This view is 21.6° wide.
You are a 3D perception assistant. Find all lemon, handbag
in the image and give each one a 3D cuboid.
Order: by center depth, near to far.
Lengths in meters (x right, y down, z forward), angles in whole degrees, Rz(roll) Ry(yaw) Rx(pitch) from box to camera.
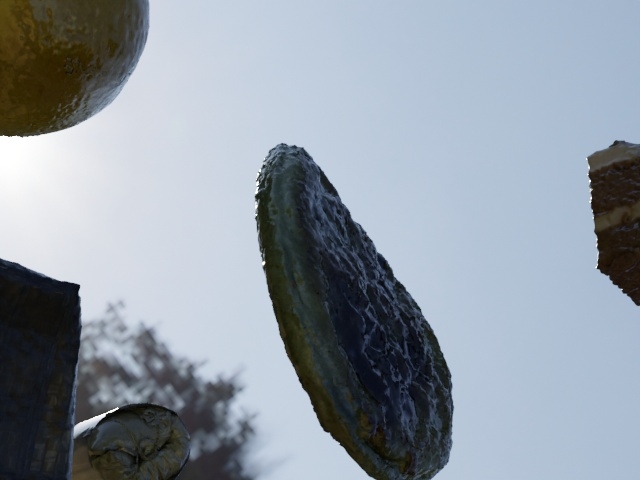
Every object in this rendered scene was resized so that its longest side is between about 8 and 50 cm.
[{"bbox_3d":[-0.285,0.092,1.260,0.270,0.175,0.088,20,-20,-41],"label":"handbag"},{"bbox_3d":[-0.279,-0.207,1.528,0.236,0.263,0.236,28,-56,52],"label":"lemon"},{"bbox_3d":[-0.208,0.221,1.743,0.173,0.117,0.095,-21,-93,62],"label":"handbag"}]

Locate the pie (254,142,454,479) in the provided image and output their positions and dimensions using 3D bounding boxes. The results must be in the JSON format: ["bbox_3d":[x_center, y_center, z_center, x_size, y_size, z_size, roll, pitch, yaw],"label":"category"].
[{"bbox_3d":[0.028,0.069,1.453,0.323,0.070,0.323,58,16,-27],"label":"pie"}]

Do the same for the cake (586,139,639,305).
[{"bbox_3d":[0.366,-0.027,1.787,0.135,0.147,0.134,-19,-35,26],"label":"cake"}]
